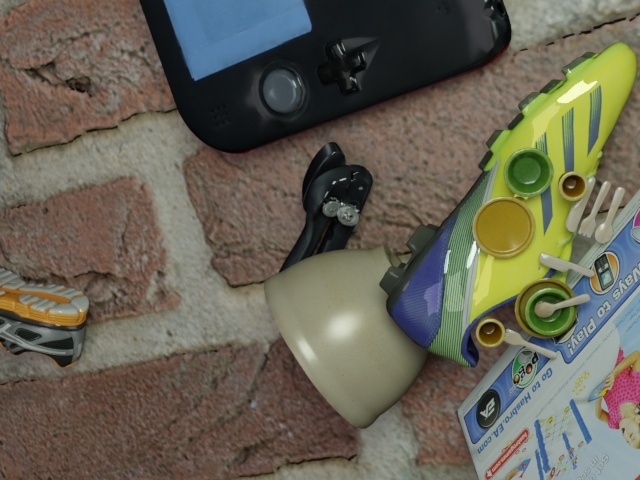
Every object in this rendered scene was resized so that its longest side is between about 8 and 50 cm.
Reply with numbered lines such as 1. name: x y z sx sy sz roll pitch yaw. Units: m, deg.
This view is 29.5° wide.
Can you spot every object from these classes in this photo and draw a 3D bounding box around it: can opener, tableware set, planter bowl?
1. can opener: 0.000 0.000 1.150 0.059 0.073 0.186 13 122 -11
2. tableware set: 0.161 0.012 0.923 0.104 0.024 0.154 21 102 -2
3. planter bowl: 0.040 0.071 1.088 0.109 0.162 0.162 -34 83 9

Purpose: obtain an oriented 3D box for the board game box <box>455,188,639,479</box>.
1. board game box: 0.247 0.151 0.890 0.308 0.086 0.302 -56 31 33

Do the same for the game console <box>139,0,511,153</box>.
1. game console: -0.038 -0.293 1.075 0.342 0.060 0.386 -16 96 37

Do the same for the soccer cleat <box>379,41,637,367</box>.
1. soccer cleat: 0.169 -0.025 0.972 0.121 0.093 0.289 40 104 9

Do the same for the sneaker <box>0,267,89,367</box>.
1. sneaker: -0.358 0.088 1.401 0.215 0.084 0.083 14 117 30
